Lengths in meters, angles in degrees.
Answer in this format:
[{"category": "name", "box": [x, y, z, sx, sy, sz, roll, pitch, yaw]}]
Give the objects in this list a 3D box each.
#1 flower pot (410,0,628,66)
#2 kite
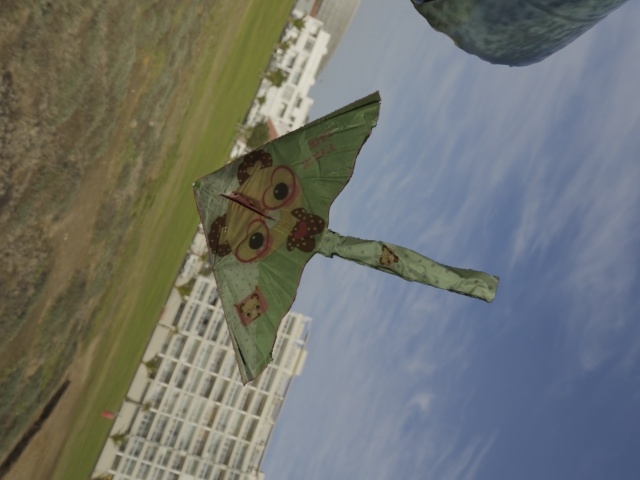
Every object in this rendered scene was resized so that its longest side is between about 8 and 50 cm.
[{"category": "flower pot", "box": [0.186, -0.306, 0.390, 0.283, 0.299, 0.299, -27, -140, 57]}, {"category": "kite", "box": [-0.001, 0.000, 0.396, 0.012, 0.250, 0.229, 25, 86, -61]}]
